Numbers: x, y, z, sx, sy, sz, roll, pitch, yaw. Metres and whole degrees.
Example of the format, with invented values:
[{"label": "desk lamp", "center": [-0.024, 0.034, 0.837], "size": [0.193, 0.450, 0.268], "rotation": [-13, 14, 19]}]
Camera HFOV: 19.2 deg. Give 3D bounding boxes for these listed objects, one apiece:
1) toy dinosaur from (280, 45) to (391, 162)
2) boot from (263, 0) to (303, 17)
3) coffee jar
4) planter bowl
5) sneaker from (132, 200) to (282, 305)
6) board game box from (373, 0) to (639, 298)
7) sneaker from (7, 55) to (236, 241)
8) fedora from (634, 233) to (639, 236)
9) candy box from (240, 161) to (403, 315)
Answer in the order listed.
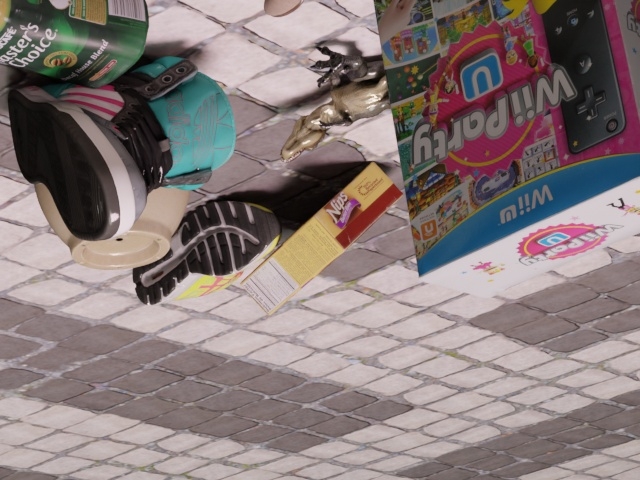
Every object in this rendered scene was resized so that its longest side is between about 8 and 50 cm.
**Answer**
[{"label": "toy dinosaur", "center": [0.064, -0.148, 1.743], "size": [0.268, 0.064, 0.118], "rotation": [-19, 162, 19]}, {"label": "boot", "center": [-0.044, -0.226, 1.544], "size": [0.087, 0.042, 0.118], "rotation": [13, 149, -30]}, {"label": "coffee jar", "center": [-0.236, -0.182, 1.520], "size": [0.184, 0.079, 0.096], "rotation": [12, 151, -39]}, {"label": "planter bowl", "center": [-0.200, -0.037, 1.847], "size": [0.162, 0.109, 0.162], "rotation": [-7, 158, -3]}, {"label": "sneaker", "center": [-0.108, 0.011, 2.054], "size": [0.208, 0.081, 0.094], "rotation": [-23, 165, 40]}, {"label": "board game box", "center": [0.166, -0.136, 1.477], "size": [0.224, 0.303, 0.097], "rotation": [-26, 152, 36]}, {"label": "sneaker", "center": [-0.152, -0.080, 1.633], "size": [0.178, 0.124, 0.295], "rotation": [-12, -159, -19]}, {"label": "fedora", "center": [0.289, -0.068, 1.873], "size": [0.244, 0.124, 0.275], "rotation": [6, 179, -22]}, {"label": "candy box", "center": [0.000, 0.000, 2.012], "size": [0.109, 0.053, 0.187], "rotation": [-43, -178, -36]}]
